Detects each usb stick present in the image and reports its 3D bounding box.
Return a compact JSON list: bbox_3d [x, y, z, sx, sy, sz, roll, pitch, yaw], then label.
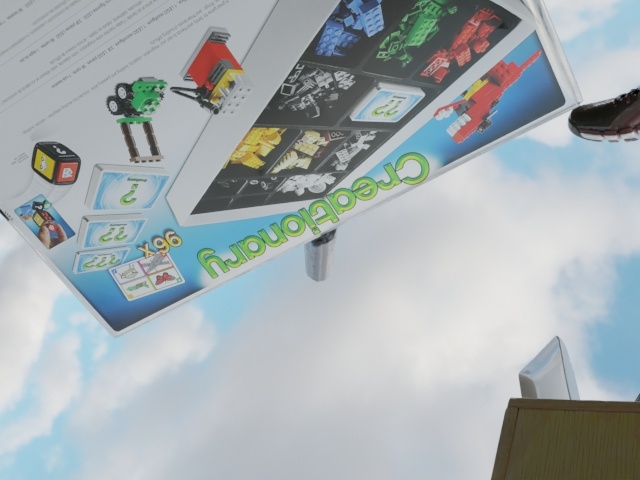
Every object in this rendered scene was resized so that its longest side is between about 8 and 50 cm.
[{"bbox_3d":[0.000,0.000,0.933,0.278,0.045,0.077,91,6,-76],"label":"usb stick"}]

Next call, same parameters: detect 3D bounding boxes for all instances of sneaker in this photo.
[{"bbox_3d":[0.491,-0.236,0.942,0.281,0.162,0.106,0,-144,35],"label":"sneaker"}]

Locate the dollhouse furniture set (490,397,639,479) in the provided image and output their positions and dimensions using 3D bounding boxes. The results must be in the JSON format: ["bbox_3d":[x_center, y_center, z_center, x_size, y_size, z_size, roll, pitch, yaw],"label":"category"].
[{"bbox_3d":[0.278,0.337,0.514,0.362,0.394,0.256,-10,-137,42],"label":"dollhouse furniture set"}]

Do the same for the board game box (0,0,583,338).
[{"bbox_3d":[-0.047,-0.086,0.351,0.305,0.193,0.053,-26,-156,16],"label":"board game box"}]

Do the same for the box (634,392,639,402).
[{"bbox_3d":[0.624,0.270,0.967,0.142,0.247,0.163,-79,-169,-71],"label":"box"}]

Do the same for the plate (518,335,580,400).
[{"bbox_3d":[0.565,0.408,1.600,0.045,0.277,0.278,2,-121,-5],"label":"plate"}]
